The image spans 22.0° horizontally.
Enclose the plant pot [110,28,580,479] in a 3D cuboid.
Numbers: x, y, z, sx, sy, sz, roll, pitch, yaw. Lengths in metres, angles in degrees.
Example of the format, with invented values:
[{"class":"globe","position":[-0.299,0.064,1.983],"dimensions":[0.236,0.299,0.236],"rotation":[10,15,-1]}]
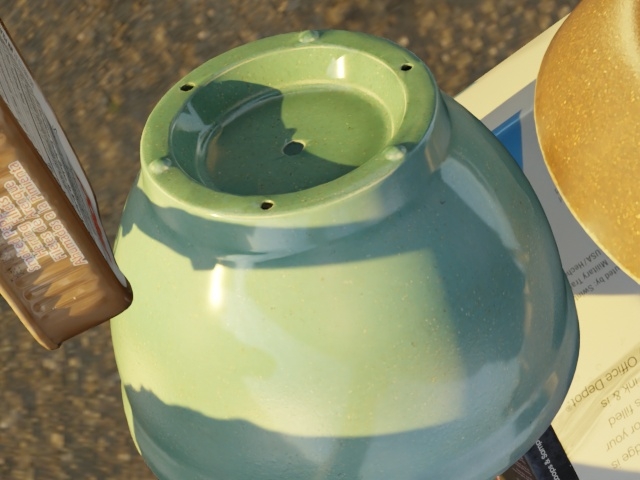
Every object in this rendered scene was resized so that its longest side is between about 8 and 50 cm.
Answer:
[{"class":"plant pot","position":[0.000,0.000,0.981],"dimensions":[0.293,0.293,0.196],"rotation":[-35,135,-22]}]

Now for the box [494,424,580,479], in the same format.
[{"class":"box","position":[0.123,0.129,1.046],"dimensions":[0.029,0.116,0.162],"rotation":[-34,112,-9]}]

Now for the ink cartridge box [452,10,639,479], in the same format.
[{"class":"ink cartridge box","position":[0.236,0.049,1.283],"dimensions":[0.285,0.166,0.395],"rotation":[-35,106,1]}]

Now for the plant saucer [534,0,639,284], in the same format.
[{"class":"plant saucer","position":[0.130,-0.032,0.343],"dimensions":[0.168,0.029,0.168],"rotation":[2,42,-1]}]

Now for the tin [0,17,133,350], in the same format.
[{"class":"tin","position":[-0.108,-0.039,0.517],"dimensions":[0.040,0.190,0.106],"rotation":[-22,54,1]}]
